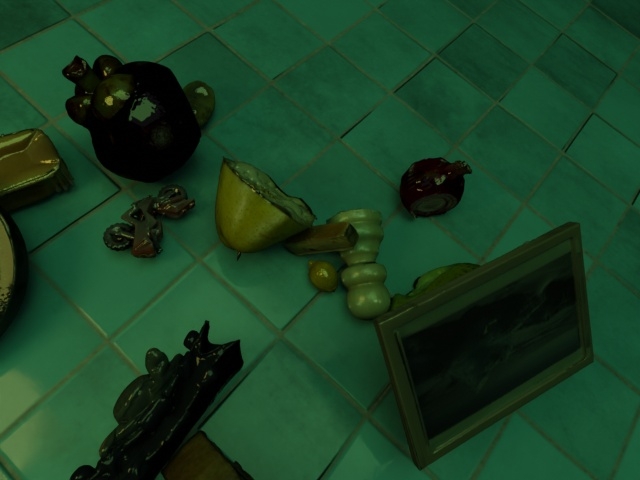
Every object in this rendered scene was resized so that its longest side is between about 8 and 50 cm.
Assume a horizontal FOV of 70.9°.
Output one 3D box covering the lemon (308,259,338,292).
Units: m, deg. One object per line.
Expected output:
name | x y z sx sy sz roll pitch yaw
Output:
lemon | 0.006 0.079 1.025 0.065 0.065 0.092 -38 81 -24

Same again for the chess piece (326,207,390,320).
chess piece | 0.096 0.061 1.030 0.133 0.133 0.243 -5 74 -14

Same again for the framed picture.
framed picture | 0.327 0.191 0.835 0.446 0.028 0.326 -24 111 -16

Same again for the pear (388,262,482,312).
pear | 0.273 0.145 0.958 0.292 0.292 0.159 -34 86 -23

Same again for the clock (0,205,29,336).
clock | -0.737 0.060 0.805 0.385 0.076 0.387 1 84 -9

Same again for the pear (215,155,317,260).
pear | -0.154 -0.054 0.987 0.267 0.267 0.178 43 101 8

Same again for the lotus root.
lotus root | -0.084 0.448 0.682 0.390 0.375 0.111 36 59 18

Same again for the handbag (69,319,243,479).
handbag | -0.268 0.291 0.756 0.118 0.269 0.326 33 64 5

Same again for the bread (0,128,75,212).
bread | -0.671 -0.134 0.948 0.241 0.107 0.136 -29 78 -22

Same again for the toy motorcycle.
toy motorcycle | -0.362 -0.037 0.988 0.118 0.084 0.212 35 59 14

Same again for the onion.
onion | 0.292 -0.156 1.122 0.173 0.198 0.136 1 59 -31

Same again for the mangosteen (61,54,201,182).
mangosteen | -0.399 -0.273 0.967 0.233 0.288 0.288 -22 72 -9

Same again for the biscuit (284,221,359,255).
biscuit | 0.000 0.000 0.999 0.056 0.188 0.052 48 53 -31

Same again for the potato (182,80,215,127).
potato | -0.317 -0.338 1.136 0.091 0.070 0.138 17 62 -3
